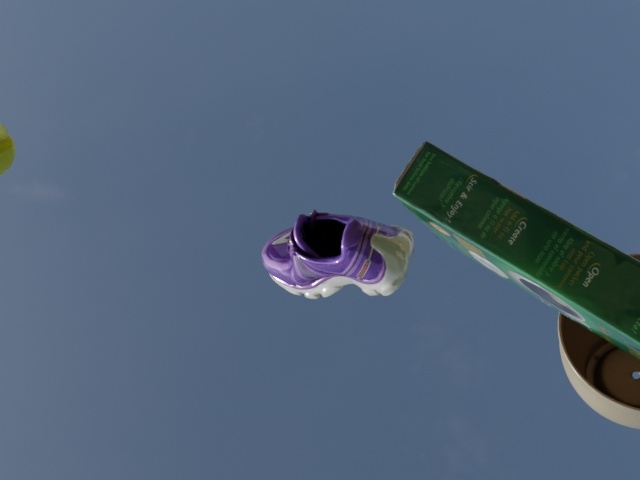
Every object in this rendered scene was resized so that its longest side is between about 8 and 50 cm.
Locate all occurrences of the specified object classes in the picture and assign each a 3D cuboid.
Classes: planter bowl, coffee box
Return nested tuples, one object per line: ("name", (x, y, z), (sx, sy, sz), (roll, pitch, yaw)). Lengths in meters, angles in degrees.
("planter bowl", (0.300, 0.109, 0.865), (0.162, 0.109, 0.162), (-4, -125, 6))
("coffee box", (0.138, 0.015, 0.538), (0.184, 0.113, 0.040), (33, -90, 25))

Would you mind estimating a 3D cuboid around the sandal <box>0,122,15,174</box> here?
("sandal", (-0.403, -0.172, 0.932), (0.126, 0.317, 0.138), (-29, -107, -23))

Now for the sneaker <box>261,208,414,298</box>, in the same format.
("sneaker", (0.000, 0.000, 0.695), (0.071, 0.170, 0.068), (28, -108, -27))
